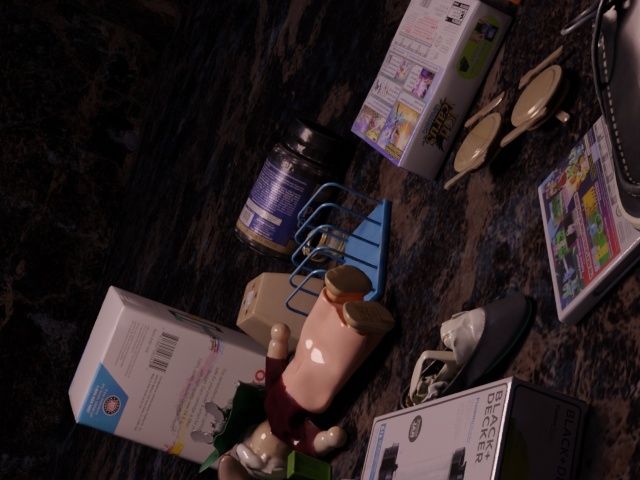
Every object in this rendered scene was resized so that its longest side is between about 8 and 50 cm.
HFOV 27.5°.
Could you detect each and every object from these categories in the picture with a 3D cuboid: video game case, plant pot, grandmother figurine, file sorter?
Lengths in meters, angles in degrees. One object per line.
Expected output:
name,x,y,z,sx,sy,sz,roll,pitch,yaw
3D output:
video game case,0.150,-0.230,1.850,0.244,0.061,0.269,-64,18,9
video game case,0.288,-0.042,1.307,0.183,0.023,0.201,-53,24,38
plant pot,-0.067,0.106,2.025,0.109,0.096,0.109,-33,39,60
grandmother figurine,-0.017,0.207,1.774,0.342,0.104,0.208,-59,34,32
file sorter,0.023,0.020,1.855,0.118,0.104,0.170,-47,27,46

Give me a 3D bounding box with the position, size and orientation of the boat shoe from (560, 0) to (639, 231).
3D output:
boat shoe,0.316,-0.226,1.204,0.187,0.156,0.500,-27,43,49

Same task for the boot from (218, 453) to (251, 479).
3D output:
boot,-0.100,0.357,1.777,0.042,0.118,0.087,-27,29,-10

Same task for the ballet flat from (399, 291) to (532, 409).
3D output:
ballet flat,0.150,0.128,1.426,0.203,0.074,0.074,-56,22,32

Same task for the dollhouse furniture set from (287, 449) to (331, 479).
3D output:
dollhouse furniture set,-0.046,0.346,1.749,0.151,0.059,0.076,-52,23,40

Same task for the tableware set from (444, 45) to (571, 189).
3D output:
tableware set,0.231,-0.135,1.551,0.194,0.039,0.128,-39,22,46

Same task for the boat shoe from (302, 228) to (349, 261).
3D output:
boat shoe,0.000,0.002,2.031,0.056,0.048,0.153,-70,18,-6

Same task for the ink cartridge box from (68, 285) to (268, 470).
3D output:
ink cartridge box,-0.238,0.222,2.099,0.198,0.270,0.197,-67,17,2

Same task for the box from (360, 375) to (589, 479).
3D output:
box,0.137,0.244,1.300,0.290,0.087,0.169,-29,42,62

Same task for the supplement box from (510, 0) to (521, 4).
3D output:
supplement box,0.281,-0.426,1.677,0.233,0.078,0.080,-59,20,28

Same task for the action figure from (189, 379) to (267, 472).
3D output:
action figure,-0.115,0.251,1.918,0.137,0.063,0.232,-61,-15,11

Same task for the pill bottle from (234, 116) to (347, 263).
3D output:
pill bottle,-0.045,-0.084,2.136,0.219,0.123,0.123,-64,19,13
